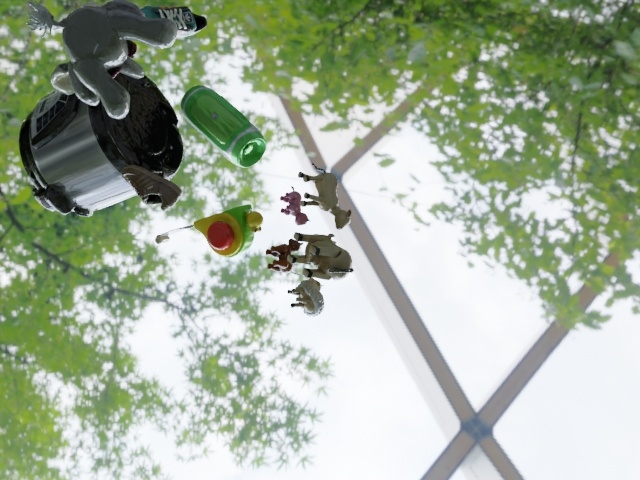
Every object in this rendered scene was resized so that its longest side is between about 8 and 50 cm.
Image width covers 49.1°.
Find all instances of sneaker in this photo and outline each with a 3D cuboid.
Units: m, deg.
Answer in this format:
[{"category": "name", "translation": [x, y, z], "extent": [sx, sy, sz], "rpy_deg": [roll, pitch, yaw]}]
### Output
[{"category": "sneaker", "translation": [-0.496, -0.746, 2.359], "extent": [0.121, 0.108, 0.302], "rpy_deg": [-9, -170, 24]}, {"category": "sneaker", "translation": [-0.424, -0.127, 1.695], "extent": [0.188, 0.066, 0.071], "rpy_deg": [20, -115, 29]}]

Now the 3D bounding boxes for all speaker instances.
[{"category": "speaker", "translation": [-0.293, -0.345, 2.099], "extent": [0.131, 0.131, 0.296], "rpy_deg": [-25, -125, -36]}]

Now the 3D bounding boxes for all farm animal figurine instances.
[{"category": "farm animal figurine", "translation": [0.000, 0.000, 1.962], "extent": [0.172, 0.330, 0.327], "rpy_deg": [6, -144, -32]}]

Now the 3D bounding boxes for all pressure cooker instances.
[{"category": "pressure cooker", "translation": [-0.670, -0.275, 2.077], "extent": [0.420, 0.375, 0.370], "rpy_deg": [-17, -177, 27]}]

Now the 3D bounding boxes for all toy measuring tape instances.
[{"category": "toy measuring tape", "translation": [-0.272, -0.001, 1.739], "extent": [0.330, 0.121, 0.121], "rpy_deg": [-16, -152, 30]}]

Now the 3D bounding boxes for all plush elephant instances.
[{"category": "plush elephant", "translation": [-0.544, -0.470, 1.750], "extent": [0.330, 0.272, 0.255], "rpy_deg": [26, -178, -5]}]
